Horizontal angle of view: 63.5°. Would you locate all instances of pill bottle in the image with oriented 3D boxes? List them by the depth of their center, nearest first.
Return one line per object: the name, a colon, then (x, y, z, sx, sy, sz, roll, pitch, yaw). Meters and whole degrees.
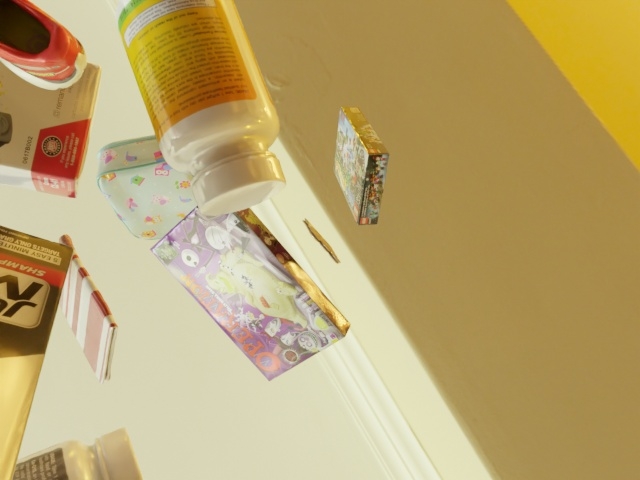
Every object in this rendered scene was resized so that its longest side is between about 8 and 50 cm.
pill bottle: (-0.128, -0.159, 0.586, 0.137, 0.136, 0.245, -20, -97, -6)
pill bottle: (-0.515, 0.496, 0.943, 0.361, 0.204, 0.204, -17, -103, -26)

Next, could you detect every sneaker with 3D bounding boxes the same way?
sneaker: (-0.413, -0.284, 0.604, 0.279, 0.118, 0.107, 24, -96, -16)

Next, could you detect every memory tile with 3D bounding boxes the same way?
memory tile: (0.000, 0.000, 1.276, 0.012, 0.148, 0.113, -40, -72, 4)

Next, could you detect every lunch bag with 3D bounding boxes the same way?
lunch bag: (-0.360, -0.117, 1.184, 0.224, 0.279, 0.107, -14, -121, -3)

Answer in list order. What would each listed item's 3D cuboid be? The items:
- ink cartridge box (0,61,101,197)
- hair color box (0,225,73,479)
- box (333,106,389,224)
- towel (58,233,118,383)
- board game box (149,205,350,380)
ink cartridge box: (-0.552, -0.218, 0.873, 0.307, 0.131, 0.225, 11, -103, -24)
hair color box: (-0.324, 0.118, 0.388, 0.186, 0.374, 0.113, 22, -65, -28)
box: (0.079, -0.161, 1.084, 0.044, 0.159, 0.233, -2, -144, -12)
towel: (-0.600, 0.173, 1.322, 0.037, 0.237, 0.329, -15, -129, -41)
board game box: (-0.132, 0.086, 0.957, 0.208, 0.056, 0.346, -36, -81, 32)
